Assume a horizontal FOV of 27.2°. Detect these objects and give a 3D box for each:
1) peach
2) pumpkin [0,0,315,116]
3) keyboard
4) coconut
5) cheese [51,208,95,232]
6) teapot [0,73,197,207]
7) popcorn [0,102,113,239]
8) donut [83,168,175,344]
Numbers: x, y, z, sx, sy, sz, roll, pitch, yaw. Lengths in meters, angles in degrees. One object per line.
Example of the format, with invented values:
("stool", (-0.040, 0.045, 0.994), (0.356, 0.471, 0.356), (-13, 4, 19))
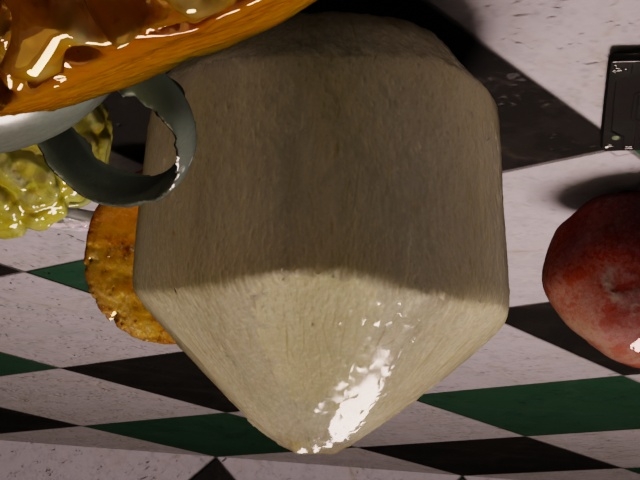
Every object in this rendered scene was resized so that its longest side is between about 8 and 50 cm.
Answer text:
("peach", (0.271, 0.020, 1.081), (0.152, 0.152, 0.152), (3, 162, 1))
("pumpkin", (-0.087, -0.171, 0.340), (0.225, 0.256, 0.303), (-14, 179, 21))
("keyboard", (0.221, -0.094, 0.906), (0.053, 0.010, 0.155), (0, 162, 9))
("coconut", (0.000, 0.000, 0.830), (0.237, 0.266, 0.237), (-3, 168, -1))
("cheese", (-0.137, -0.006, 1.166), (0.227, 0.064, 0.137), (10, 160, -14))
("teapot", (-0.148, -0.133, 0.556), (0.129, 0.193, 0.294), (-8, 124, 44))
("popcorn", (-0.208, -0.071, 0.868), (0.141, 0.136, 0.162), (9, 165, 9))
("donut", (-0.120, 0.007, 1.082), (0.152, 0.152, 0.058), (2, -164, 6))
